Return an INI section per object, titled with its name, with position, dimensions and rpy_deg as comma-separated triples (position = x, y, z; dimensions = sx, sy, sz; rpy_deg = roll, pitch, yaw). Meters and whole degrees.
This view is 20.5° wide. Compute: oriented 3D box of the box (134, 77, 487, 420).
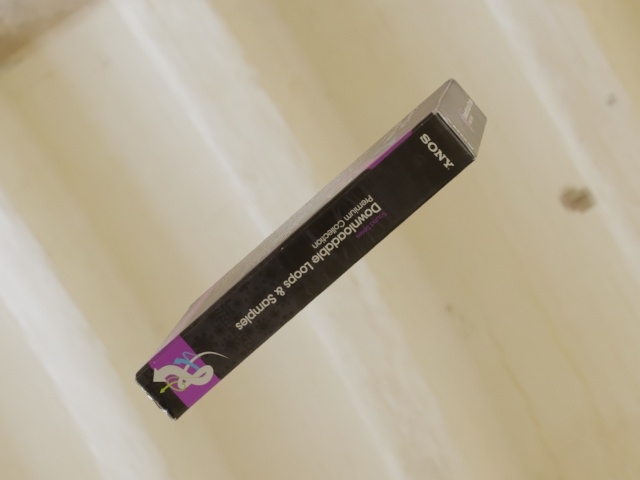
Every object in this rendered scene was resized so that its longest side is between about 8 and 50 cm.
[box]
position = 0.000, 0.000, 0.735
dimensions = 0.162, 0.029, 0.116
rpy_deg = -42, -176, 14
